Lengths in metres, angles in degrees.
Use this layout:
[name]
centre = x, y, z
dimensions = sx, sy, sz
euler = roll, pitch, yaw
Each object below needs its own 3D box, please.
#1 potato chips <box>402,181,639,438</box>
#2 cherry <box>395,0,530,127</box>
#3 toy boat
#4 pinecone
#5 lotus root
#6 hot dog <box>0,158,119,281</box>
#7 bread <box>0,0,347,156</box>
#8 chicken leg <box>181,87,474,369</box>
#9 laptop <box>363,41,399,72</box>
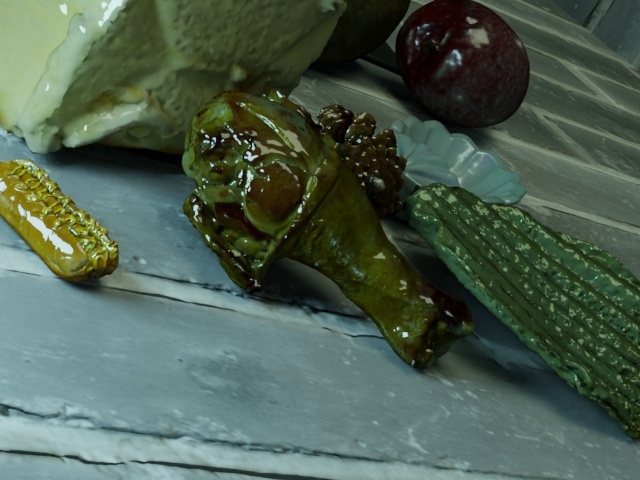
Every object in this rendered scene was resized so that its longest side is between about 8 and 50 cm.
[potato chips]
centre = 0.276, 0.063, 1.626
dimensions = 0.429, 0.070, 0.358
euler = 38, 24, -7
[cherry]
centre = 0.250, -0.298, 2.309
dimensions = 0.300, 0.203, 0.230
euler = 28, 14, -49
[toy boat]
centre = 0.159, -0.082, 1.832
dimensions = 0.199, 0.100, 0.290
euler = 40, 22, 23
[pinecone]
centre = 0.013, -0.084, 1.561
dimensions = 0.173, 0.173, 0.173
euler = 26, 21, -11
[lotus root]
centre = 0.003, -0.407, 2.190
dimensions = 0.250, 0.250, 0.346
euler = 36, 26, 14
[hot dog]
centre = -0.246, -0.018, 1.219
dimensions = 0.165, 0.045, 0.071
euler = 41, 21, 27
[bread]
centre = -0.222, -0.281, 1.521
dimensions = 0.371, 0.279, 0.390
euler = 41, 23, 29
[chicken leg]
centre = -0.009, -0.003, 1.379
dimensions = 0.211, 0.140, 0.361
euler = -36, 84, -33
[laptop]
centre = 0.089, -0.363, 2.488
dimensions = 0.129, 0.016, 0.180
euler = 19, 23, -28
